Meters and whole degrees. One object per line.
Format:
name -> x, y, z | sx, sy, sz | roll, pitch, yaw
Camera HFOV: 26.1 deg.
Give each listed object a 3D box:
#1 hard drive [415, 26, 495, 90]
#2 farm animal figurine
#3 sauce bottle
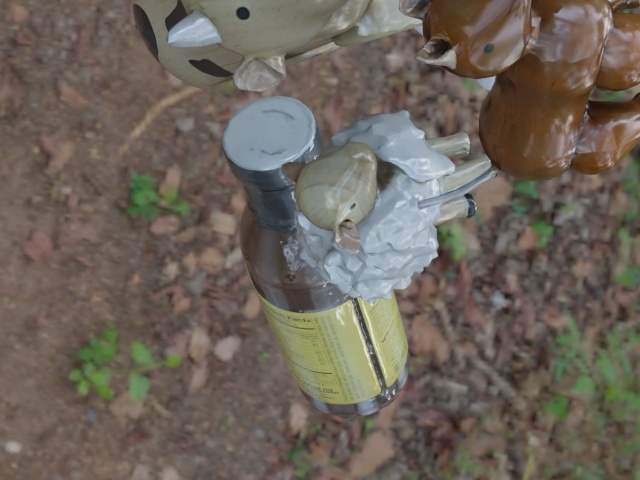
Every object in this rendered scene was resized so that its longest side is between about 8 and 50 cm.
hard drive -> 0.146, -0.331, 1.409 | 0.040, 0.203, 0.307 | -19, 135, -24
farm animal figurine -> -0.015, -0.146, 0.591 | 0.172, 0.327, 0.330 | -21, 82, -21
sauce bottle -> -0.001, 0.019, 1.108 | 0.111, 0.111, 0.344 | -54, 151, -25
